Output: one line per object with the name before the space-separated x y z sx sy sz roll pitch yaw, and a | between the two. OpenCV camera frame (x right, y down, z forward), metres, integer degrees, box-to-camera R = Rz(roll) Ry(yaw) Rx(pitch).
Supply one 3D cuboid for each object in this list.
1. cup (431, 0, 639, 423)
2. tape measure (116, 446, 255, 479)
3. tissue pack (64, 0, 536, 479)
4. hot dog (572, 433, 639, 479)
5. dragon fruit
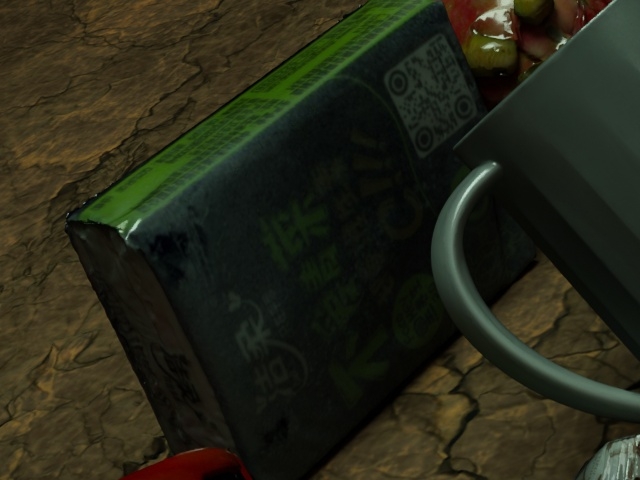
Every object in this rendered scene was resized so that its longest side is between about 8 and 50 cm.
cup | 0.255 0.004 1.126 0.323 0.327 0.237 -41 -1 -15
tape measure | -0.136 0.236 1.158 0.253 0.114 0.260 -28 -13 -9
tissue pack | 0.000 0.000 1.418 0.124 0.288 0.394 6 38 48
hot dog | 0.220 0.164 1.100 0.099 0.053 0.192 -7 -14 -1
dragon fruit | 0.202 -0.178 1.575 0.269 0.250 0.291 22 -4 2
